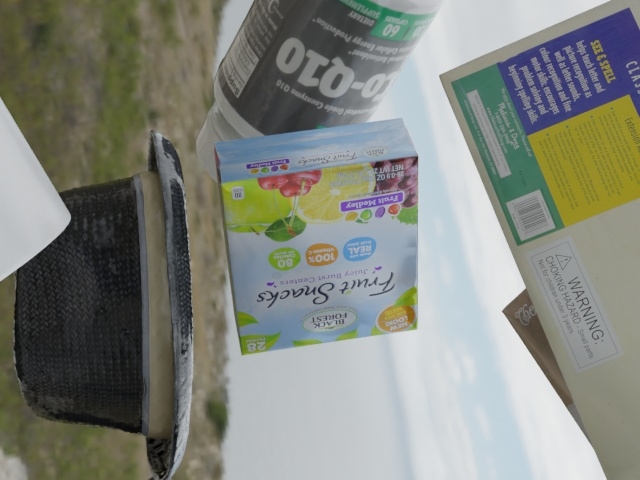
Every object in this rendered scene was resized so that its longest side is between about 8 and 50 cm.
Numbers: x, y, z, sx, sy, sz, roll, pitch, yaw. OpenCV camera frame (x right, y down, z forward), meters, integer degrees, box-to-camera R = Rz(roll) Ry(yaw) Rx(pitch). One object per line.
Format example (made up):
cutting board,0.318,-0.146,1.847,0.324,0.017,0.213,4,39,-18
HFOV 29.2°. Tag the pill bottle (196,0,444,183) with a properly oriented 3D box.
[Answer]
pill bottle,-0.010,-0.224,1.550,0.361,0.204,0.204,-58,-154,36

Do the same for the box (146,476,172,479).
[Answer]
box,-0.268,0.385,1.431,0.103,0.261,0.184,54,-16,7

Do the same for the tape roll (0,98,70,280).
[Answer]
tape roll,-0.286,-0.022,0.686,0.169,0.246,0.246,60,7,-12

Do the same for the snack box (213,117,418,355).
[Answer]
snack box,0.000,0.000,1.122,0.070,0.174,0.207,-105,-172,-49

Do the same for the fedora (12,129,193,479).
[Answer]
fedora,-0.206,0.065,1.137,0.334,0.152,0.334,178,-90,-78

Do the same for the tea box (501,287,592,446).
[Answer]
tea box,0.429,0.037,1.285,0.220,0.323,0.329,59,-34,15

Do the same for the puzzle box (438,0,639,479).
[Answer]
puzzle box,0.294,-0.005,0.986,0.052,0.272,0.409,37,31,-73
